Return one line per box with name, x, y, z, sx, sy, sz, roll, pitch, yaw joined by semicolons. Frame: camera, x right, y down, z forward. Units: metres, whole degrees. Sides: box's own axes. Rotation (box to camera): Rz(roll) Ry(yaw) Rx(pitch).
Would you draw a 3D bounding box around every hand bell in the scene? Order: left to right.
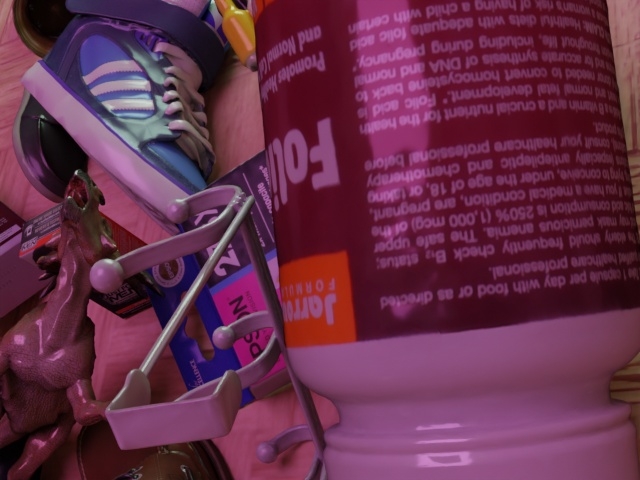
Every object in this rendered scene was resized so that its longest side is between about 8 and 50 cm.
hand bell;-0.372;-0.321;1.277;0.126;0.126;0.242;-52;34;-1

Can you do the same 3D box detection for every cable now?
cable;-0.099;-0.282;0.970;0.287;0.072;0.139;44;69;8

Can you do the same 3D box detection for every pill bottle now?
pill bottle;0.080;-0.022;0.598;0.224;0.224;0.392;-9;84;32

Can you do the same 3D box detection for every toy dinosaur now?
toy dinosaur;-0.233;0.102;0.825;0.296;0.127;0.200;-47;26;33

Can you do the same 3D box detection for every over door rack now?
over door rack;-0.063;0.124;0.592;0.108;0.240;0.324;-17;21;4

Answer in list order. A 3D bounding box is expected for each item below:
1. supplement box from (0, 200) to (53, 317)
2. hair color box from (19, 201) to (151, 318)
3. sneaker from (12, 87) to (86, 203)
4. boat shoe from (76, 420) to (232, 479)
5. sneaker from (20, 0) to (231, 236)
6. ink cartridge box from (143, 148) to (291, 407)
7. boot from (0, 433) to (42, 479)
supplement box;-0.415;0.007;1.088;0.130;0.073;0.239;-38;43;-21
hair color box;-0.211;0.019;0.913;0.072;0.141;0.043;-25;49;23
sneaker;-0.287;-0.153;1.109;0.118;0.083;0.222;-27;50;20
boat shoe;-0.129;0.219;0.762;0.307;0.104;0.111;35;90;44
sneaker;-0.148;-0.164;0.986;0.236;0.130;0.323;-44;57;-8
ink cartridge box;0.000;0.000;0.791;0.371;0.069;0.176;-32;72;20
boot;-0.366;0.269;0.911;0.246;0.094;0.207;-16;59;20
